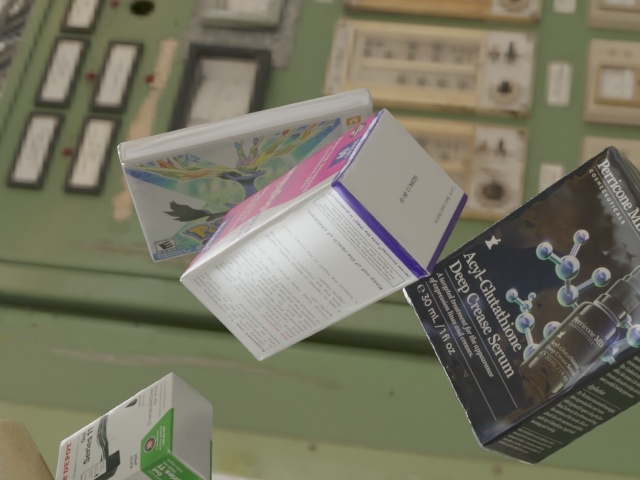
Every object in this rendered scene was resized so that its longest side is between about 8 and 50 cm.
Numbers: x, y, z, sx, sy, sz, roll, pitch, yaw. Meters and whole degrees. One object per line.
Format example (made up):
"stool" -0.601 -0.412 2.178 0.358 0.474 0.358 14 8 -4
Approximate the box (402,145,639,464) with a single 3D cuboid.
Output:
"box" 0.378 0.106 1.930 0.212 0.395 0.293 29 -150 -55

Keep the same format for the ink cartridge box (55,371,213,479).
"ink cartridge box" -0.246 0.292 1.671 0.087 0.208 0.153 45 -158 -31

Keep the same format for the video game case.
"video game case" -0.091 -0.082 1.741 0.300 0.329 0.036 87 168 -64

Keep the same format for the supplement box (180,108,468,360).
"supplement box" 0.000 0.000 1.102 0.220 0.114 0.111 -32 18 41

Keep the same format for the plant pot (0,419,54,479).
"plant pot" -0.395 0.360 1.515 0.256 0.256 0.274 64 -167 -76
